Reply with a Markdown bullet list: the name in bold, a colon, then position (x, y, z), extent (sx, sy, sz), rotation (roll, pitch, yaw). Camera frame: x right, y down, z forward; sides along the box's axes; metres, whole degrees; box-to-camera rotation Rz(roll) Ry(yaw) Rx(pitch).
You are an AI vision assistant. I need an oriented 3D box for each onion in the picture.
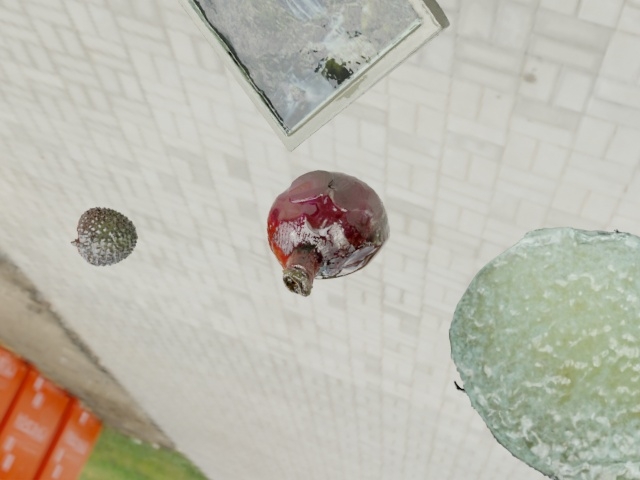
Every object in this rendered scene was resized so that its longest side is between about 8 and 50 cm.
- **onion**: position (-0.004, -0.014, 1.288), extent (0.173, 0.198, 0.135), rotation (-4, 116, 24)

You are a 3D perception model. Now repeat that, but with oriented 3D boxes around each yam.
- **yam**: position (0.285, 0.127, 0.937), extent (0.241, 0.241, 0.348), rotation (12, 173, 27)

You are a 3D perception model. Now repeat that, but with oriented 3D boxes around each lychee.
- **lychee**: position (-0.248, -0.005, 1.103), extent (0.083, 0.068, 0.067), rotation (-1, 114, 12)

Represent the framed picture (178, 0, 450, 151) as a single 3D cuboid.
- **framed picture**: position (-0.027, -0.244, 1.002), extent (0.240, 0.020, 0.324), rotation (54, 148, -5)
